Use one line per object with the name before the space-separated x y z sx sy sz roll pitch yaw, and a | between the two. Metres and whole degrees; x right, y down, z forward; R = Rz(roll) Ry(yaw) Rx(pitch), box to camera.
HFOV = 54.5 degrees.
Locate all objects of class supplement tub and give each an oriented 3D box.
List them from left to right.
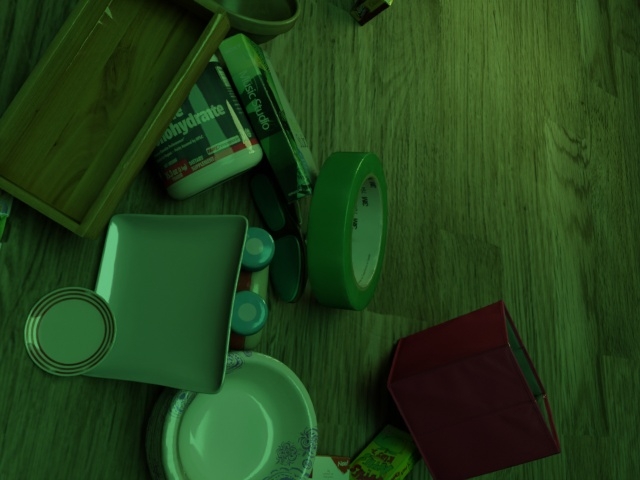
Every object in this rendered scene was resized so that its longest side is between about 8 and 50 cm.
supplement tub | -0.241 -0.227 1.122 0.191 0.191 0.272 -32 99 -38

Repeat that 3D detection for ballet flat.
ballet flat | -0.062 -0.014 1.275 0.096 0.095 0.280 -8 83 -51

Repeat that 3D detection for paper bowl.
paper bowl | -0.159 0.337 1.069 0.284 0.148 0.284 9 74 -33

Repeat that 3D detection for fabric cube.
fabric cube | 0.323 0.319 1.320 0.259 0.258 0.254 63 17 -8

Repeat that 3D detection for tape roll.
tape roll | 0.063 -0.019 1.269 0.321 0.077 0.321 6 90 -71

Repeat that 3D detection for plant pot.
plant pot | -0.168 -0.470 1.266 0.237 0.110 0.237 15 46 -16

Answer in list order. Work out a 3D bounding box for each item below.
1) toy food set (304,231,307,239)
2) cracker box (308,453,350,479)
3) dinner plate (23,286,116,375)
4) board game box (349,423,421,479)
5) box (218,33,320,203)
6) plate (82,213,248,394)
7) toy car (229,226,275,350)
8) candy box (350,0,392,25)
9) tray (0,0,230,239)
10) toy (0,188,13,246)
toy food set | 0.000 0.000 1.361 0.078 0.019 0.122 45 56 -20
cracker box | -0.026 0.528 1.179 0.155 0.067 0.232 15 69 -34
dinner plate | -0.398 0.145 0.993 0.141 0.017 0.141 2 77 -9
board game box | 0.127 0.469 1.290 0.181 0.092 0.043 -34 125 -38
box | -0.088 -0.238 1.244 0.322 0.058 0.232 65 10 -5
plate | -0.248 0.094 1.007 0.045 0.277 0.278 34 60 -63
toy car | -0.211 0.082 1.101 0.238 0.219 0.210 7 73 -6
candy box | 0.158 -0.644 1.587 0.053 0.109 0.187 39 59 -23
tray | -0.337 -0.229 0.978 0.202 0.076 0.411 31 85 2
toy | -0.583 -0.050 0.903 0.237 0.056 0.137 18 67 -33
